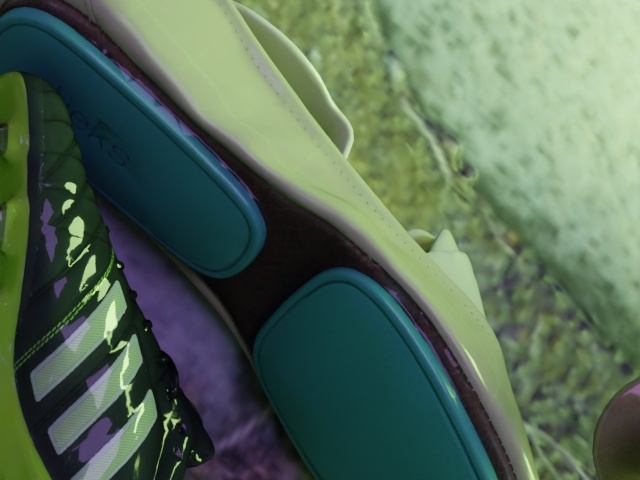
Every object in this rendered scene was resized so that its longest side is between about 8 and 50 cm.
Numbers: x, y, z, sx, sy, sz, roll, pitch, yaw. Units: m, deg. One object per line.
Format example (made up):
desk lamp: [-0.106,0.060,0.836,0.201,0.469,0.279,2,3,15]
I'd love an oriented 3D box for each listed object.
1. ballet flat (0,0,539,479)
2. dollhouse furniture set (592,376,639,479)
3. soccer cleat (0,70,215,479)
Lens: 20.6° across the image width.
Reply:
ballet flat: [0.000,0.000,0.555,0.086,0.086,0.248,-41,95,-29]
dollhouse furniture set: [0.180,0.173,0.577,0.303,0.174,0.356,17,99,-17]
soccer cleat: [-0.072,0.039,0.523,0.072,0.060,0.179,-2,83,-36]
